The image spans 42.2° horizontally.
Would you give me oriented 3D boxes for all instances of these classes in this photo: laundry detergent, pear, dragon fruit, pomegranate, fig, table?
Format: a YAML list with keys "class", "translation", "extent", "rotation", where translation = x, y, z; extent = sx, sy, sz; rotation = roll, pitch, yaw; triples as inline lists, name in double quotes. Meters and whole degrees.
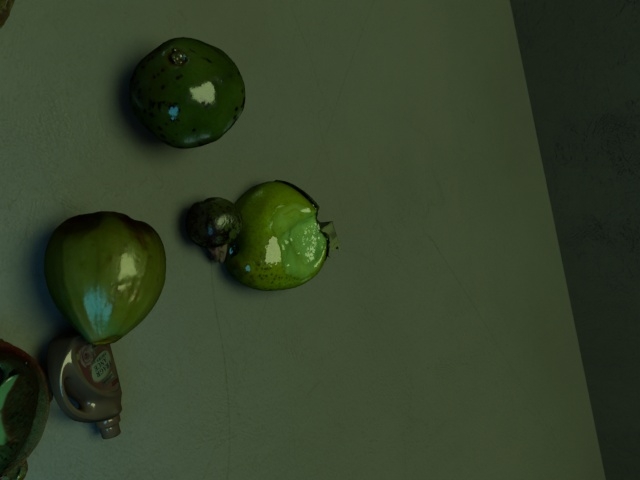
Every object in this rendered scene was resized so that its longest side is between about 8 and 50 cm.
- class: "laundry detergent"
  translation: [-0.473, 0.299, 1.667]
  extent: [0.171, 0.076, 0.237]
  rotation: [-31, 111, -68]
- class: "pear"
  translation: [-0.121, 0.007, 2.054]
  extent: [0.292, 0.159, 0.292]
  rotation: [4, 84, -45]
- class: "dragon fruit"
  translation: [-0.614, 0.314, 1.506]
  extent: [0.295, 0.130, 0.268]
  rotation: [-42, 121, -42]
- class: "pomegranate"
  translation: [-0.292, -0.315, 1.852]
  extent: [0.254, 0.254, 0.270]
  rotation: [-61, 154, -32]
- class: "fig"
  translation: [-0.429, 0.077, 1.643]
  extent: [0.239, 0.239, 0.271]
  rotation: [25, 60, -43]
- class: "table"
  translation: [0.000, 0.000, 2.241]
  extent: [0.062, 0.079, 0.083]
  rotation: [-37, 114, -45]
- class: "pomegranate"
  translation: [-0.256, -0.029, 1.953]
  extent: [0.125, 0.163, 0.138]
  rotation: [40, 43, 12]

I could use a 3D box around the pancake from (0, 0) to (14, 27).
- class: "pancake"
  translation: [-0.693, -0.510, 1.576]
  extent: [0.250, 0.031, 0.250]
  rotation: [5, 83, -47]
